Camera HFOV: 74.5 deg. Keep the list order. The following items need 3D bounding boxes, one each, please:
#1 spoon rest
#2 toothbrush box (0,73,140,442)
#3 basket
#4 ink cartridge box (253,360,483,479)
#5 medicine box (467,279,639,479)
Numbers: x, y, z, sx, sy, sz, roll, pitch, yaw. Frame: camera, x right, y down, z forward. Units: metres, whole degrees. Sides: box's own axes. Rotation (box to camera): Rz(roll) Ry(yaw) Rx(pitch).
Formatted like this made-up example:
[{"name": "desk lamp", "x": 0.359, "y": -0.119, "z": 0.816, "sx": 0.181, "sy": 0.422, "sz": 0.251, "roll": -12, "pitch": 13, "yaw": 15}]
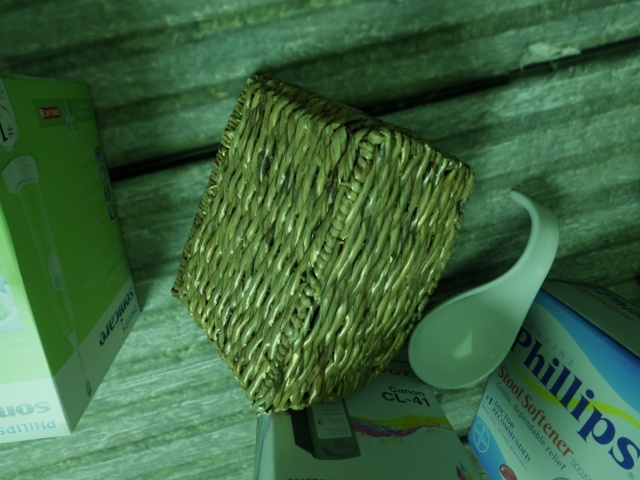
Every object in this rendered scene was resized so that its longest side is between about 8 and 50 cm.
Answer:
[{"name": "spoon rest", "x": 0.210, "y": 0.074, "z": 0.533, "sx": 0.137, "sy": 0.084, "sz": 0.277, "roll": 24, "pitch": 101, "yaw": -14}, {"name": "toothbrush box", "x": -0.280, "y": 0.002, "z": 0.389, "sx": 0.122, "sy": 0.206, "sz": 0.283, "roll": -7, "pitch": 110, "yaw": -5}, {"name": "basket", "x": 0.000, "y": 0.000, "z": 0.484, "sx": 0.213, "sy": 0.223, "sz": 0.299, "roll": 7, "pitch": 112, "yaw": -44}, {"name": "ink cartridge box", "x": 0.042, "y": 0.263, "z": 0.467, "sx": 0.226, "sy": 0.306, "sz": 0.131, "roll": 9, "pitch": 107, "yaw": -10}, {"name": "medicine box", "x": 0.340, "y": 0.234, "z": 0.516, "sx": 0.149, "sy": 0.263, "sz": 0.290, "roll": 7, "pitch": 108, "yaw": -10}]
